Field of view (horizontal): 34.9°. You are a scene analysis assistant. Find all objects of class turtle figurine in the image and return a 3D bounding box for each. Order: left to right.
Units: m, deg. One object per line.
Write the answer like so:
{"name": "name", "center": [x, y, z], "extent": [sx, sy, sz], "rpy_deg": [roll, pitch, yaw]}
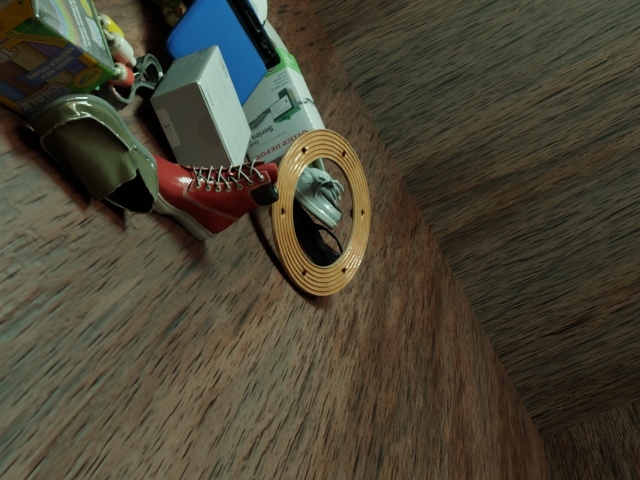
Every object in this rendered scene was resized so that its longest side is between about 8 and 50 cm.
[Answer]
{"name": "turtle figurine", "center": [-0.310, -0.508, 1.935], "extent": [0.217, 0.087, 0.269], "rpy_deg": [74, 4, -56]}

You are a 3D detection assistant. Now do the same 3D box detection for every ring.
{"name": "ring", "center": [-0.001, -0.056, 2.045], "extent": [0.337, 0.032, 0.336], "rpy_deg": [-2, 92, -56]}

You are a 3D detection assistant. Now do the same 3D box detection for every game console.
{"name": "game console", "center": [-0.210, -0.417, 1.971], "extent": [0.250, 0.173, 0.293], "rpy_deg": [63, 3, 31]}

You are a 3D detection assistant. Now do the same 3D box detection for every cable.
{"name": "cable", "center": [-0.290, -0.264, 1.609], "extent": [0.287, 0.072, 0.139], "rpy_deg": [8, 62, -74]}

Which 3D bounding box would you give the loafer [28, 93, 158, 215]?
{"name": "loafer", "center": [-0.277, -0.106, 1.318], "extent": [0.251, 0.094, 0.087], "rpy_deg": [39, 24, -60]}

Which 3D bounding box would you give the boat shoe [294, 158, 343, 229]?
{"name": "boat shoe", "center": [-0.023, -0.153, 2.224], "extent": [0.118, 0.103, 0.320], "rpy_deg": [38, 18, -43]}

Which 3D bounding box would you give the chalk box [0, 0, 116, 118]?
{"name": "chalk box", "center": [-0.348, -0.243, 1.242], "extent": [0.213, 0.132, 0.132], "rpy_deg": [36, 29, -64]}

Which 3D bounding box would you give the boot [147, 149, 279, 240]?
{"name": "boot", "center": [-0.167, -0.099, 1.540], "extent": [0.244, 0.176, 0.088], "rpy_deg": [39, 30, -57]}

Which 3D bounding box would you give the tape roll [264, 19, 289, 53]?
{"name": "tape roll", "center": [-0.119, -0.394, 2.466], "extent": [0.392, 0.072, 0.392], "rpy_deg": [57, 14, -24]}

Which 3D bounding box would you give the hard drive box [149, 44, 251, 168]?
{"name": "hard drive box", "center": [-0.199, -0.212, 1.750], "extent": [0.232, 0.089, 0.181], "rpy_deg": [-86, 157, -65]}

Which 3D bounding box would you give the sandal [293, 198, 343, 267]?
{"name": "sandal", "center": [0.000, 0.000, 2.212], "extent": [0.254, 0.054, 0.097], "rpy_deg": [54, 17, -35]}

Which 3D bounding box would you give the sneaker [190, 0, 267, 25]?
{"name": "sneaker", "center": [-0.252, -0.591, 2.086], "extent": [0.257, 0.169, 0.447], "rpy_deg": [-93, 157, -66]}

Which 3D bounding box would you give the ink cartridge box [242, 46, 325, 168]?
{"name": "ink cartridge box", "center": [-0.096, -0.264, 2.125], "extent": [0.219, 0.160, 0.092], "rpy_deg": [66, 15, 13]}
